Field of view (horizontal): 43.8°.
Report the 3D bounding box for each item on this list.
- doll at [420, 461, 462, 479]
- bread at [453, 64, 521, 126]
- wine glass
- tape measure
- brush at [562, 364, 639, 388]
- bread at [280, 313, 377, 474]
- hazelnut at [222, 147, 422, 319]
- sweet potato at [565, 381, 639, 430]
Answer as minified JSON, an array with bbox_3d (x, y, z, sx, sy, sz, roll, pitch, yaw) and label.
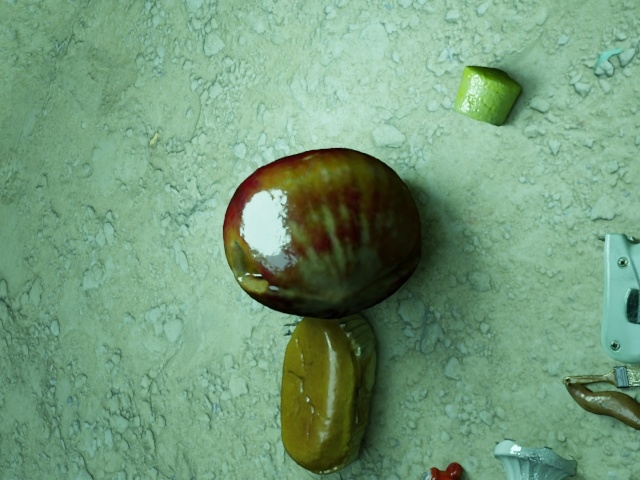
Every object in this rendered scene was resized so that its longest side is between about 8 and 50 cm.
[{"bbox_3d":[0.198,0.622,1.676,0.363,0.160,0.183,-53,12,-20],"label":"doll"},{"bbox_3d":[0.352,-0.315,1.709,0.129,0.111,0.114,33,114,38],"label":"bread"},{"bbox_3d":[0.404,0.503,1.549,0.165,0.165,0.196,2,69,36],"label":"wine glass"},{"bbox_3d":[0.627,0.110,1.462,0.246,0.125,0.243,1,88,37],"label":"tape measure"},{"bbox_3d":[0.560,0.272,1.570,0.170,0.014,0.043,-12,78,36],"label":"brush"},{"bbox_3d":[0.015,0.343,1.861,0.236,0.183,0.388,-6,84,38],"label":"bread"},{"bbox_3d":[0.000,0.000,1.760,0.402,0.430,0.401,171,90,-74],"label":"hazelnut"},{"bbox_3d":[0.571,0.321,1.534,0.202,0.055,0.058,20,72,37],"label":"sweet potato"}]
